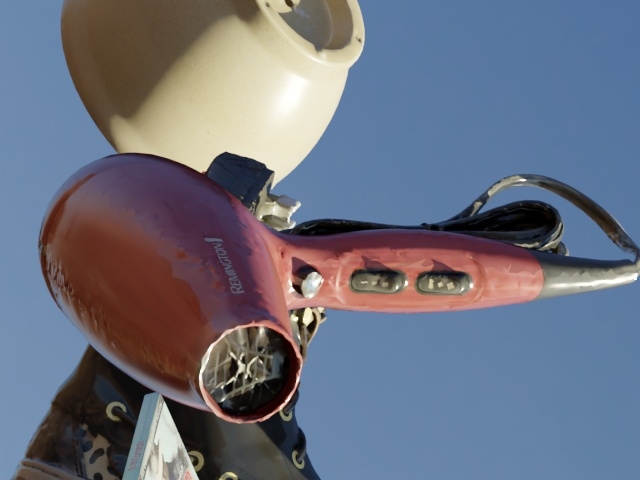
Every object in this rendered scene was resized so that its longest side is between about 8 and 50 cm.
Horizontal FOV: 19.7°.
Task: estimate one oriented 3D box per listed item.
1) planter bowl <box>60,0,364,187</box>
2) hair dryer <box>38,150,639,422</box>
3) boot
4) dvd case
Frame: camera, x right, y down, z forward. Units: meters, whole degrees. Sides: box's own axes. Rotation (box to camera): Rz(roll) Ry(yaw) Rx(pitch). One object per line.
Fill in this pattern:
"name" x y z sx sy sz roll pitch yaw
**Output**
"planter bowl" -0.046 -0.111 1.014 0.109 0.162 0.162 -33 -94 32
"hair dryer" 0.000 0.000 0.735 0.224 0.293 0.080 2 -73 20
"boot" -0.034 0.145 1.485 0.377 0.284 0.138 19 -16 -6
"dvd case" -0.088 0.164 1.113 0.013 0.087 0.119 -13 -61 14
